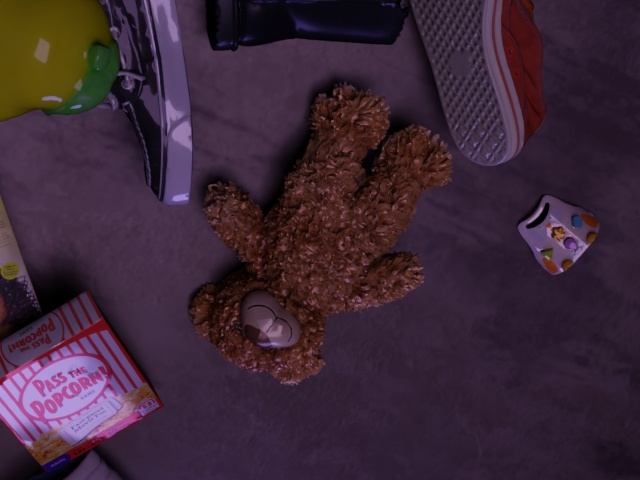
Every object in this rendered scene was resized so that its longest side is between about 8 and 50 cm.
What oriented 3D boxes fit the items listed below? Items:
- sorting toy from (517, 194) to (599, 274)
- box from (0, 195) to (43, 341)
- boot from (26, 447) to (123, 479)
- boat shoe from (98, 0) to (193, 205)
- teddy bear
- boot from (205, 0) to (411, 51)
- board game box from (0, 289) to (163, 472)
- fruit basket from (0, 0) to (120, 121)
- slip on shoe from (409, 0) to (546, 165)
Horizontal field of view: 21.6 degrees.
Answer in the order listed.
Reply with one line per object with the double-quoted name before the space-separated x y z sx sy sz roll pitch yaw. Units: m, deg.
"sorting toy" 0.267 -0.011 1.917 0.075 0.045 0.083 39 97 -10
"box" -0.347 0.011 1.696 0.087 0.058 0.232 -21 118 -10
"boot" -0.324 0.332 1.840 0.258 0.095 0.123 -38 114 -9
"boat shoe" -0.187 -0.178 1.637 0.105 0.113 0.306 -9 113 -8
"teddy bear" 0.000 0.000 1.783 0.338 0.113 0.245 -41 118 1
"boot" -0.009 -0.301 1.649 0.207 0.094 0.246 -7 122 -12
"board game box" -0.265 0.150 1.754 0.147 0.045 0.193 -31 144 -4
"fruit basket" -0.346 -0.218 1.461 0.392 0.283 0.392 -1 111 -3
"slip on shoe" 0.167 -0.244 1.743 0.101 0.123 0.331 -35 120 -39
